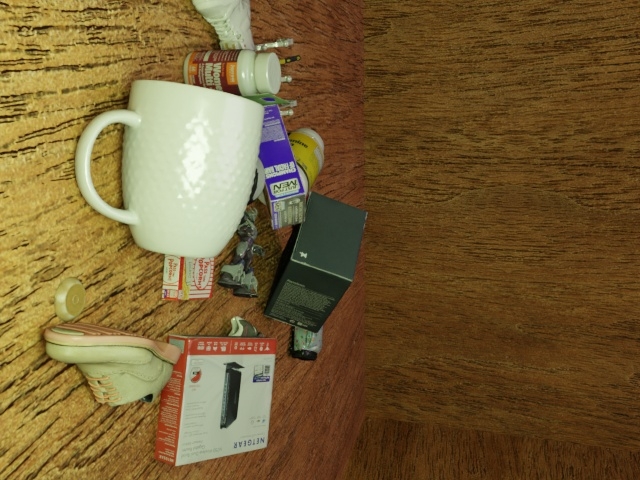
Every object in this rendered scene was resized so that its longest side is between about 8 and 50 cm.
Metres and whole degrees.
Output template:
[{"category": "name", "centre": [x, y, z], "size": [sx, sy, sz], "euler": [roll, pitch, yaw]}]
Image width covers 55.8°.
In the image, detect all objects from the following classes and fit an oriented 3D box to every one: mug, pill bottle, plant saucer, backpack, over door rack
[{"category": "mug", "centre": [-0.310, -0.142, 1.230], "size": [0.374, 0.276, 0.328], "euler": [5, 96, -45]}, {"category": "pill bottle", "centre": [-0.095, -0.256, 2.057], "size": [0.334, 0.187, 0.188], "euler": [-65, 154, -55]}, {"category": "plant saucer", "centre": [-0.459, 0.110, 1.121], "size": [0.083, 0.015, 0.084], "euler": [3, 90, -75]}, {"category": "pill bottle", "centre": [-0.219, -0.415, 1.510], "size": [0.121, 0.221, 0.121], "euler": [3, 90, -74]}, {"category": "backpack", "centre": [-0.054, 0.394, 2.469], "size": [0.152, 0.115, 0.182], "euler": [48, 44, -65]}, {"category": "over door rack", "centre": [-0.134, -0.545, 2.014], "size": [0.324, 0.108, 0.240], "euler": [-54, 145, -63]}]

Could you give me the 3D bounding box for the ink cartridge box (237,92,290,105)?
[{"category": "ink cartridge box", "centre": [-0.212, -0.327, 1.526], "size": [0.171, 0.234, 0.056], "euler": [-18, 109, -74]}]

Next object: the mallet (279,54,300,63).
[{"category": "mallet", "centre": [-0.119, -0.548, 1.885], "size": [0.189, 0.039, 0.063], "euler": [-25, 119, -54]}]

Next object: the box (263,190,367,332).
[{"category": "box", "centre": [-0.022, 0.083, 2.066], "size": [0.396, 0.211, 0.294], "euler": [118, -10, -53]}]

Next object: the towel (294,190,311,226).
[{"category": "towel", "centre": [-0.086, -0.195, 2.399], "size": [0.199, 0.031, 0.275], "euler": [-62, 149, -53]}]

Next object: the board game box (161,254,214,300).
[{"category": "board game box", "centre": [-0.330, 0.075, 1.529], "size": [0.193, 0.045, 0.147], "euler": [11, 83, -75]}]

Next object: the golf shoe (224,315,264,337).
[{"category": "golf shoe", "centre": [-0.270, 0.347, 1.752], "size": [0.120, 0.105, 0.273], "euler": [50, 44, -23]}]

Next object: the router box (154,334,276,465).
[{"category": "router box", "centre": [-0.261, 0.400, 1.573], "size": [0.335, 0.082, 0.302], "euler": [13, 80, -54]}]

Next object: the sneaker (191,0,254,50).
[{"category": "sneaker", "centre": [-0.242, -0.562, 1.598], "size": [0.292, 0.108, 0.169], "euler": [-44, 128, -70]}]

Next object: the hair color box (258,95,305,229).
[{"category": "hair color box", "centre": [-0.136, -0.226, 1.767], "size": [0.185, 0.110, 0.339], "euler": [95, -22, -66]}]

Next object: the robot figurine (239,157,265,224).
[{"category": "robot figurine", "centre": [-0.249, -0.162, 1.556], "size": [0.174, 0.209, 0.278], "euler": [-55, 172, 15]}]

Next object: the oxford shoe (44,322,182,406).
[{"category": "oxford shoe", "centre": [-0.393, 0.249, 1.171], "size": [0.397, 0.140, 0.147], "euler": [47, 55, -66]}]

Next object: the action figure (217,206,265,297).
[{"category": "action figure", "centre": [-0.223, 0.025, 1.821], "size": [0.185, 0.099, 0.285], "euler": [58, 35, -56]}]
